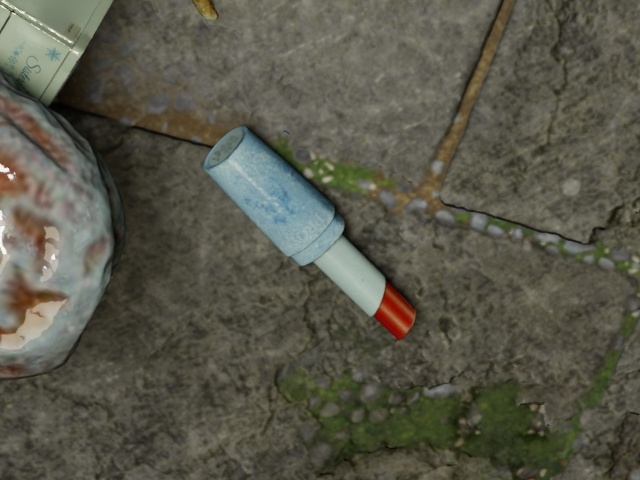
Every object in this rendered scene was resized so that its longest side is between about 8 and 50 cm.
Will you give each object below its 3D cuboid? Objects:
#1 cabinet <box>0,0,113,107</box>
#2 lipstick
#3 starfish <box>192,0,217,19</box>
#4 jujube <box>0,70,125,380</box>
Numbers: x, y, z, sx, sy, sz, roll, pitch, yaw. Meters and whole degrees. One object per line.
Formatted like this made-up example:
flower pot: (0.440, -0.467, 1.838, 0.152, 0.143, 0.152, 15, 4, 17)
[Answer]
cabinet: (-0.300, -0.208, 1.591, 0.206, 0.150, 0.145, 31, 133, -11)
lipstick: (0.000, 0.000, 1.803, 0.068, 0.061, 0.274, -41, 112, 13)
starfish: (-0.183, -0.335, 1.617, 0.347, 0.078, 0.358, -40, 113, 12)
jujube: (-0.311, -0.027, 1.491, 0.308, 0.215, 0.246, 25, 119, -5)
